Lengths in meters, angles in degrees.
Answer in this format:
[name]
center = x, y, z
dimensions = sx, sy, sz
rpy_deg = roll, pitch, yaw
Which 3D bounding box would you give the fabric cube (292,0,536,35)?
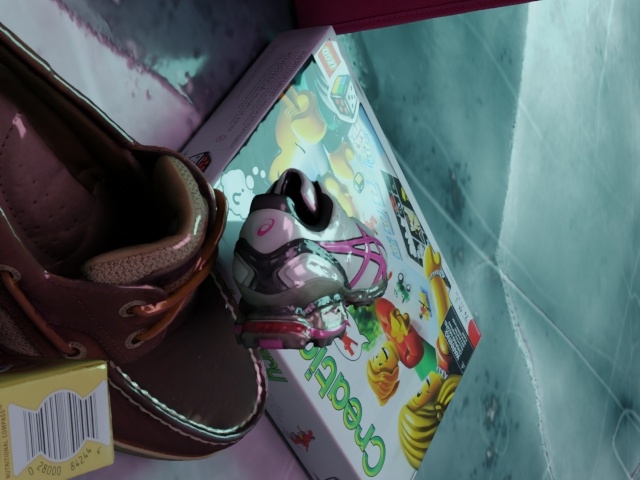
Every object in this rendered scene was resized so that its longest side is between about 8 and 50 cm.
[fabric cube]
center = 0.124, -0.303, 0.757
dimensions = 0.259, 0.254, 0.258
rpy_deg = -29, 112, -50

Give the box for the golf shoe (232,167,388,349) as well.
[golf shoe]
center = 0.000, 0.000, 0.601
dimensions = 0.186, 0.068, 0.086
rpy_deg = -42, 131, -75

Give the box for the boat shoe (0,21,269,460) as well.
[boat shoe]
center = -0.109, 0.007, 0.534
dimensions = 0.342, 0.123, 0.123
rpy_deg = 55, 47, -36

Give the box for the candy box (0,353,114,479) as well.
[candy box]
center = -0.189, 0.085, 0.434
dimensions = 0.187, 0.109, 0.053
rpy_deg = -11, 98, -54

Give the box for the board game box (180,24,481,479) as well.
[board game box]
center = 0.010, 0.031, 0.754
dimensions = 0.193, 0.053, 0.305
rpy_deg = -58, 132, -36
